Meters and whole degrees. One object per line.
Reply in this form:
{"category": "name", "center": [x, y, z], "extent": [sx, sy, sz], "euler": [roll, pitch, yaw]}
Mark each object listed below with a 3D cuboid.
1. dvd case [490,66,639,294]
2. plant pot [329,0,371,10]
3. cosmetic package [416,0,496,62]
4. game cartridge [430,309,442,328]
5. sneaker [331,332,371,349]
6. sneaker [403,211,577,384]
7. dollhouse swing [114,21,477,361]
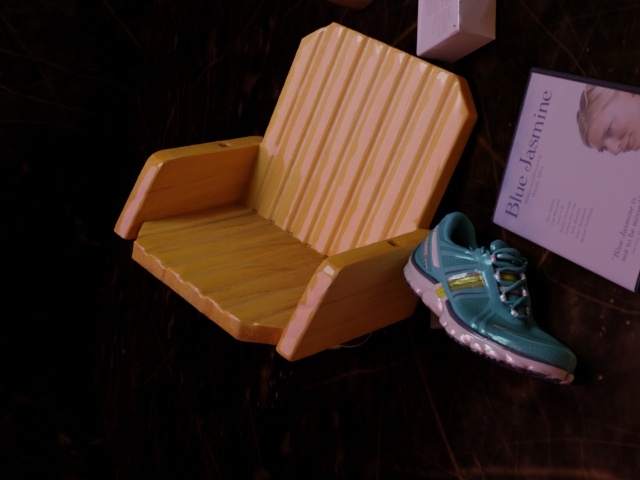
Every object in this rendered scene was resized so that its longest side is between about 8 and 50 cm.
{"category": "dvd case", "center": [0.264, -0.071, 0.901], "extent": [0.253, 0.022, 0.180], "euler": [-142, 61, -63]}
{"category": "plant pot", "center": [-0.035, -0.503, 1.415], "extent": [0.237, 0.254, 0.237], "euler": [-174, 90, -68]}
{"category": "cosmetic package", "center": [0.173, -0.354, 1.135], "extent": [0.099, 0.060, 0.239], "euler": [162, 113, -66]}
{"category": "game cartridge", "center": [0.160, 0.079, 1.109], "extent": [0.083, 0.017, 0.056], "euler": [160, 118, -64]}
{"category": "sneaker", "center": [0.000, 0.000, 1.364], "extent": [0.146, 0.122, 0.330], "euler": [-22, 64, 62]}
{"category": "sneaker", "center": [0.180, 0.056, 0.969], "extent": [0.110, 0.107, 0.275], "euler": [-58, 35, 13]}
{"category": "dollhouse swing", "center": [-0.030, -0.092, 1.136], "extent": [0.347, 0.315, 0.305], "euler": [33, 122, 34]}
